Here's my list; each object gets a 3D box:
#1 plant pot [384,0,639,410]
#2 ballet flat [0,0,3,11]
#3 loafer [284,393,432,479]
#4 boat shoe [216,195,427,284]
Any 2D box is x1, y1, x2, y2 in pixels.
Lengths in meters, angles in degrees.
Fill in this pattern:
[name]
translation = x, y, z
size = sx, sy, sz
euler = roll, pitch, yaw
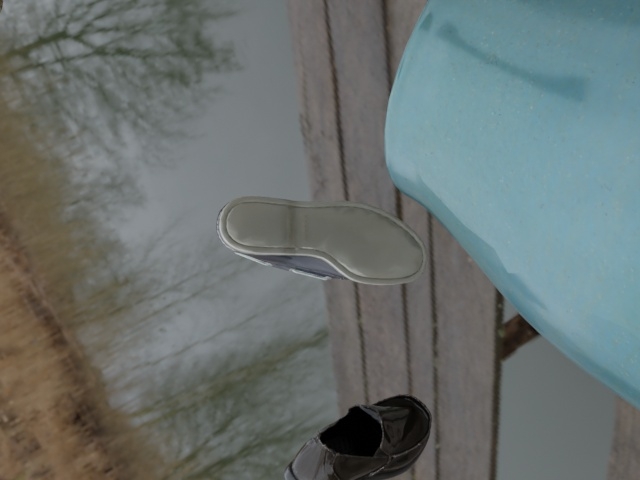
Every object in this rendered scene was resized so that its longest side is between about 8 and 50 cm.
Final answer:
[plant pot]
translation = 0.183, -0.048, 0.506
size = 0.255, 0.271, 0.272
euler = 31, 146, 26
[ballet flat]
translation = -0.303, -0.142, 0.592
size = 0.067, 0.206, 0.073
euler = 160, 104, -78
[loafer]
translation = 0.058, 0.216, 1.031
size = 0.080, 0.220, 0.078
euler = 41, 125, 23
[boat shoe]
translation = 0.000, 0.000, 0.906
size = 0.065, 0.206, 0.075
euler = 154, 126, -72
